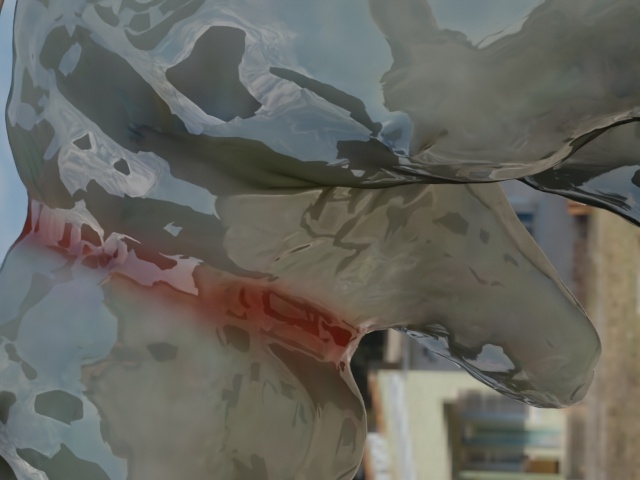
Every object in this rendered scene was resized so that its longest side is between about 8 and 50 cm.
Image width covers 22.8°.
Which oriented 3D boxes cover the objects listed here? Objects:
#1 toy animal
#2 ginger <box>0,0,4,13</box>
[{"bbox_3d":[0.000,0.000,0.425,0.188,0.308,0.266,-40,-54,-32],"label":"toy animal"},{"bbox_3d":[-0.178,-0.057,0.619,0.166,0.080,0.333,17,88,62],"label":"ginger"}]
